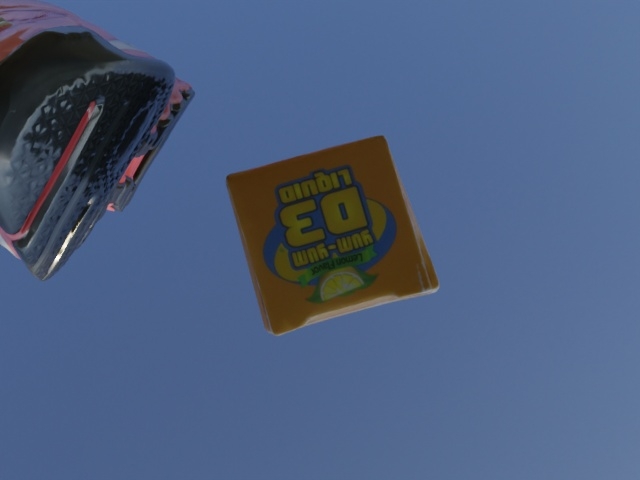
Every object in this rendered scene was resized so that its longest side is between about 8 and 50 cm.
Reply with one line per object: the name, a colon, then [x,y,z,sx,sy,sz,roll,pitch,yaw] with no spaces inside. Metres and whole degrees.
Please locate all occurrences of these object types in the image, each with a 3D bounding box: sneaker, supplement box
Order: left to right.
sneaker: [-0.156,-0.070,0.453,0.136,0.314,0.116,31,-87,-8]
supplement box: [0.000,0.000,0.478,0.078,0.233,0.080,-16,-89,-3]
